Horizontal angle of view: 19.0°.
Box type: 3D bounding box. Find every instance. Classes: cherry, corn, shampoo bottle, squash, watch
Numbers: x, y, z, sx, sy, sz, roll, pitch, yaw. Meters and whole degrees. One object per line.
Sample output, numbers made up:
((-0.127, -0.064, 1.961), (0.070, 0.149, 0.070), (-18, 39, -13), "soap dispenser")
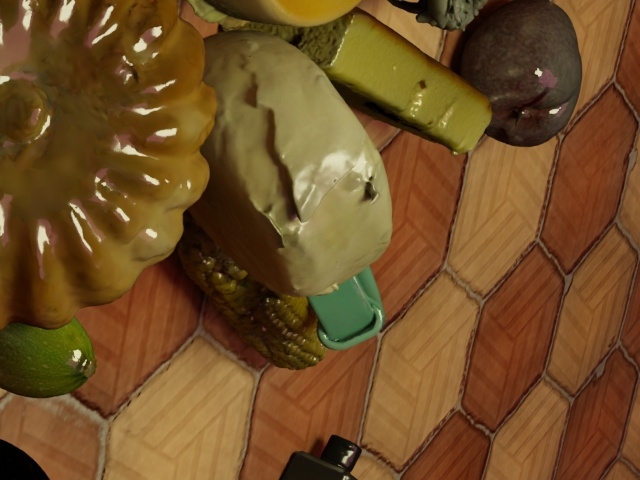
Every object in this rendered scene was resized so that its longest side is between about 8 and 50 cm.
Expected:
((0.232, -0.200, 2.209), (0.176, 0.140, 0.176), (1, 90, -77), "cherry")
((-0.066, 0.041, 1.905), (0.097, 0.097, 0.320), (-59, 151, -17), "corn")
((-0.024, 0.337, 2.175), (0.246, 0.080, 0.079), (-63, 152, -11), "shampoo bottle")
((-0.256, 0.066, 1.505), (0.095, 0.188, 0.095), (-36, 138, -41), "squash")
((0.000, 0.000, 1.870), (0.068, 0.237, 0.195), (-23, 161, 4), "watch")

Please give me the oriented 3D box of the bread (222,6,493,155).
((0.047, -0.170, 1.912), (0.361, 0.138, 0.077), (23, 90, -61), "bread")

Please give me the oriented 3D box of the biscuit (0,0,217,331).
((-0.226, -0.089, 1.393), (0.325, 0.107, 0.326), (-2, 97, -21), "biscuit")

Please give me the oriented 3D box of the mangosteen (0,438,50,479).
((-0.311, 0.264, 1.543), (0.216, 0.216, 0.216), (-37, 138, -44), "mangosteen")

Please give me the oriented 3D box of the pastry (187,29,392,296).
((-0.045, -0.065, 1.645), (0.133, 0.265, 0.265), (-34, 139, -17), "pastry")

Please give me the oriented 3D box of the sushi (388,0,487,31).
((0.144, -0.407, 1.894), (0.417, 0.175, 0.417), (-48, 148, -46), "sushi")

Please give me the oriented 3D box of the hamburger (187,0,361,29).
((-0.041, -0.325, 1.621), (0.300, 0.176, 0.300), (-32, 136, -38), "hamburger")
